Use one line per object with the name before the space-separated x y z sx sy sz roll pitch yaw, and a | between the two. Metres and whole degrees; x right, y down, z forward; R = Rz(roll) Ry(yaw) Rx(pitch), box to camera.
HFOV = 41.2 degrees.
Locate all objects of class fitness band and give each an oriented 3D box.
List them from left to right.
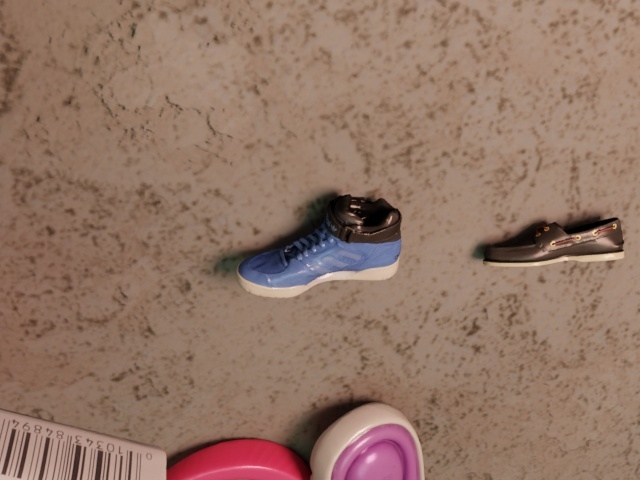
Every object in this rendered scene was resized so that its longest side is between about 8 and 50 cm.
fitness band | -0.095 0.340 0.968 0.209 0.054 0.290 -11 125 -2

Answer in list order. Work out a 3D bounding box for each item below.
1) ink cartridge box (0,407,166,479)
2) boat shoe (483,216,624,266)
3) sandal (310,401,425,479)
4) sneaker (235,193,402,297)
ink cartridge box | -0.307 0.223 0.529 0.324 0.071 0.330 19 115 -21
boat shoe | 0.219 0.003 0.806 0.133 0.049 0.042 -7 96 3
sandal | 0.089 0.359 0.953 0.169 0.102 0.416 -32 125 -13
sneaker | 0.000 -0.001 0.753 0.152 0.058 0.084 -6 130 -11
